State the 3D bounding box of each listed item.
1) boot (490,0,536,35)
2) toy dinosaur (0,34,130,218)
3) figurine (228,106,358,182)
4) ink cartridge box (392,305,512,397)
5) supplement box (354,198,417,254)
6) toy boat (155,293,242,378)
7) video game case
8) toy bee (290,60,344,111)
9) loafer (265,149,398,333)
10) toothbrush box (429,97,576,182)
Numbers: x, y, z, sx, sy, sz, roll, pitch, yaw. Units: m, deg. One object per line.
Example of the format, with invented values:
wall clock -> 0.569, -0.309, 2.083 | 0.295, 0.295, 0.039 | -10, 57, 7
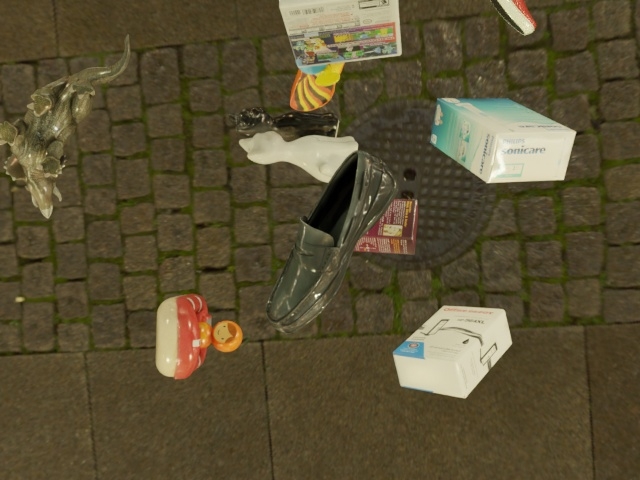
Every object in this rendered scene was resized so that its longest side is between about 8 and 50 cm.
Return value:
boot -> 0.478, -0.627, 1.645 | 0.176, 0.088, 0.244 | -35, 88, 10
toy dinosaur -> -0.395, -0.186, 1.037 | 0.121, 0.160, 0.313 | 25, 96, -22
figurine -> -0.057, -0.184, 1.298 | 0.209, 0.215, 0.092 | 6, 117, -20
ink cartridge box -> 0.263, 0.212, 1.371 | 0.148, 0.203, 0.086 | 0, 114, 42
supplement box -> 0.123, -0.034, 1.577 | 0.188, 0.081, 0.104 | 4, 63, 12
toy boat -> -0.224, 0.181, 1.323 | 0.151, 0.231, 0.151 | 1, 90, 3
video game case -> 0.041, -0.381, 1.247 | 0.201, 0.183, 0.023 | -5, 69, 7
toy bee -> 0.026, -0.404, 1.493 | 0.162, 0.298, 0.195 | 7, 62, -4
loafer -> 0.000, 0.000, 0.772 | 0.076, 0.078, 0.223 | 35, 93, 45
toothbrush box -> 0.435, -0.252, 1.698 | 0.216, 0.295, 0.126 | -4, 116, -20
